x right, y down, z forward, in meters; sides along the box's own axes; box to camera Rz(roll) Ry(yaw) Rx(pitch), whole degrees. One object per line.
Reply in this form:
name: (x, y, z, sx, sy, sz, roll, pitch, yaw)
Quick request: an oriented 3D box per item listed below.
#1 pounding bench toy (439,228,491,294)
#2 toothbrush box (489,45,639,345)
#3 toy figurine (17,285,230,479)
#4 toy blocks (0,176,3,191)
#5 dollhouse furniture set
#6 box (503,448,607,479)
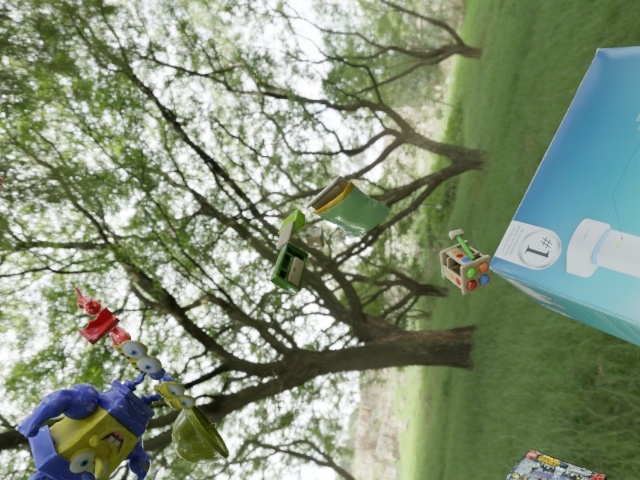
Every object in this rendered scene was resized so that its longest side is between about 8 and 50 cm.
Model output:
pounding bench toy: (0.224, 0.030, 0.706, 0.065, 0.052, 0.083, -132, 24, -58)
toothbrush box: (0.310, -0.010, 0.313, 0.126, 0.295, 0.216, 28, -92, -37)
toy figurine: (-0.306, 0.269, 0.659, 0.217, 0.191, 0.363, -45, -44, -26)
toy blocks: (-0.238, -0.010, 0.262, 0.123, 0.148, 0.054, -53, -7, -19)
dollhouse furniture set: (0.000, 0.000, 0.521, 0.151, 0.076, 0.059, -37, 29, 40)
box: (0.395, 0.413, 0.780, 0.094, 0.137, 0.027, -27, -78, -32)
